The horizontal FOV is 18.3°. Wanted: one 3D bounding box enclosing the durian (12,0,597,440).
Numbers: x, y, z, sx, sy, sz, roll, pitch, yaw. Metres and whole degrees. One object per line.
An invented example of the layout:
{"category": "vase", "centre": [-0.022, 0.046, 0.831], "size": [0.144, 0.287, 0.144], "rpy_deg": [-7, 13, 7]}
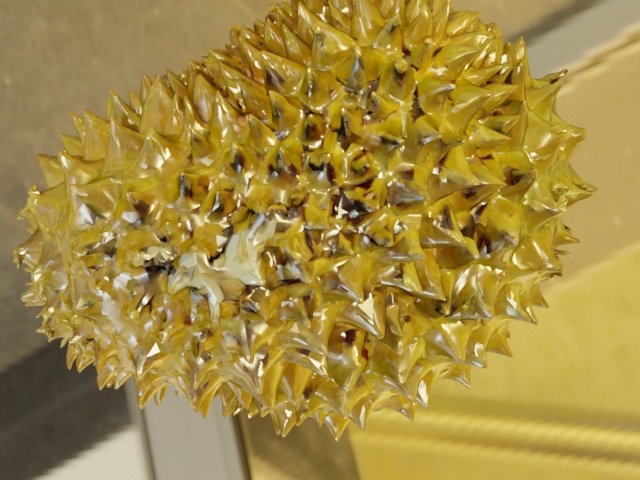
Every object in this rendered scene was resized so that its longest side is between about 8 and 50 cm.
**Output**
{"category": "durian", "centre": [-0.003, -0.005, 0.817], "size": [0.250, 0.183, 0.138], "rpy_deg": [-28, 177, 4]}
